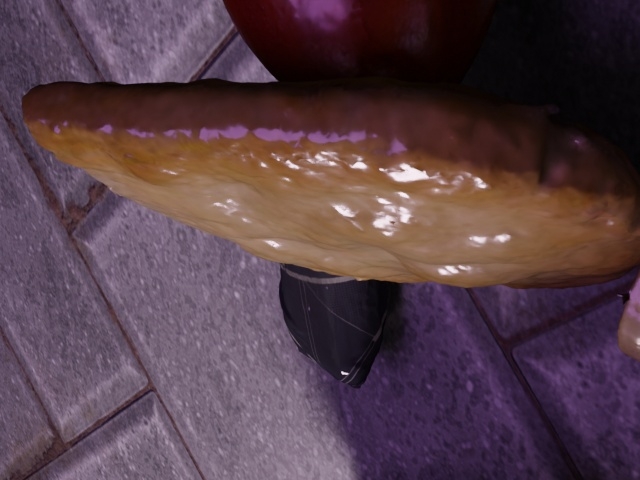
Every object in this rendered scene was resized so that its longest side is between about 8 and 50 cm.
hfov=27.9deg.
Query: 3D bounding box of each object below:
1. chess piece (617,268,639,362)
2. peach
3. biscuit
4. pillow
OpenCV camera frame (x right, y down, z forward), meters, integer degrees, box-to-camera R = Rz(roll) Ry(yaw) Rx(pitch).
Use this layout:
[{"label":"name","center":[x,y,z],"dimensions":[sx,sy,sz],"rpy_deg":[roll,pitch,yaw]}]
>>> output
[{"label":"chess piece","center":[0.371,0.088,0.914],"dimensions":[0.301,0.137,0.137],"rpy_deg":[29,134,30]},{"label":"peach","center":[0.032,-0.230,1.061],"dimensions":[0.281,0.238,0.281],"rpy_deg":[160,90,-83]},{"label":"biscuit","center":[0.056,-0.028,1.054],"dimensions":[0.446,0.429,0.104],"rpy_deg":[4,75,30]},{"label":"pillow","center":[0.000,0.000,1.396],"dimensions":[0.161,0.093,0.335],"rpy_deg":[24,129,49]}]
